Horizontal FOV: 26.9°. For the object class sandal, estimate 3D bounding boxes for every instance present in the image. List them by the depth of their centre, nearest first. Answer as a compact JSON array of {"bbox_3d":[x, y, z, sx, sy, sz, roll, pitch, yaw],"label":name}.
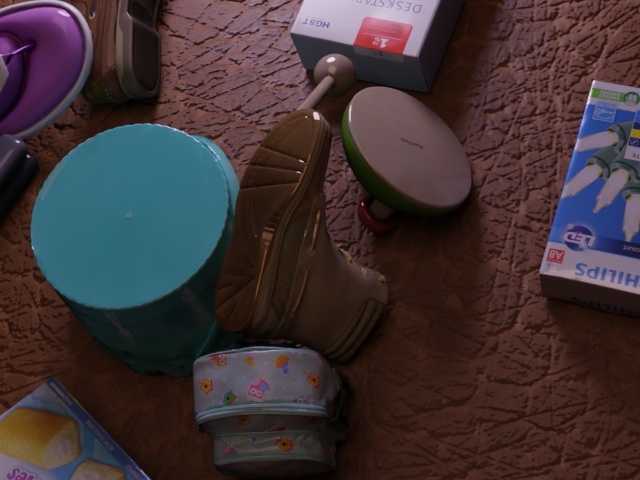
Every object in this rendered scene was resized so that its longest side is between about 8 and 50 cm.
[{"bbox_3d":[-0.490,-0.187,1.774,0.416,0.102,0.169,-22,95,15],"label":"sandal"}]

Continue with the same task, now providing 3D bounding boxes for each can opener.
[{"bbox_3d":[-0.487,-0.022,1.744,0.095,0.076,0.283,25,71,22],"label":"can opener"}]

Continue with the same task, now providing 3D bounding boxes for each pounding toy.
[{"bbox_3d":[0.059,-0.099,1.626,0.237,0.110,0.183,37,39,-9],"label":"pounding toy"}]

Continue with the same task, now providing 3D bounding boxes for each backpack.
[{"bbox_3d":[-0.057,0.186,1.474,0.166,0.188,0.144,-3,63,11],"label":"backpack"}]

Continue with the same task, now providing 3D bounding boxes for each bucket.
[{"bbox_3d":[-0.199,0.006,1.600,0.281,0.183,0.281,-5,65,10],"label":"bucket"}]

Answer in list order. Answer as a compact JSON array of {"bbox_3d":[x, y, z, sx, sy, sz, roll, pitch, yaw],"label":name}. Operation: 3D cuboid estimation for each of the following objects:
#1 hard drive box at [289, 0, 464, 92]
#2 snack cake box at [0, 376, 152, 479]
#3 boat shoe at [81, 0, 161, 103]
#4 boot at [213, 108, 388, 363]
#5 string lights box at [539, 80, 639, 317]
[{"bbox_3d":[0.090,-0.324,1.750,0.181,0.089,0.232,13,68,20],"label":"hard drive box"},{"bbox_3d":[-0.277,0.297,1.503,0.152,0.089,0.264,-37,57,-22],"label":"snack cake box"},{"bbox_3d":[-0.279,-0.333,1.821,0.104,0.111,0.307,-7,67,23],"label":"boat shoe"},{"bbox_3d":[0.000,0.000,1.530,0.095,0.203,0.262,8,79,46],"label":"boot"},{"bbox_3d":[0.351,-0.048,1.557,0.133,0.077,0.259,12,68,17],"label":"string lights box"}]
